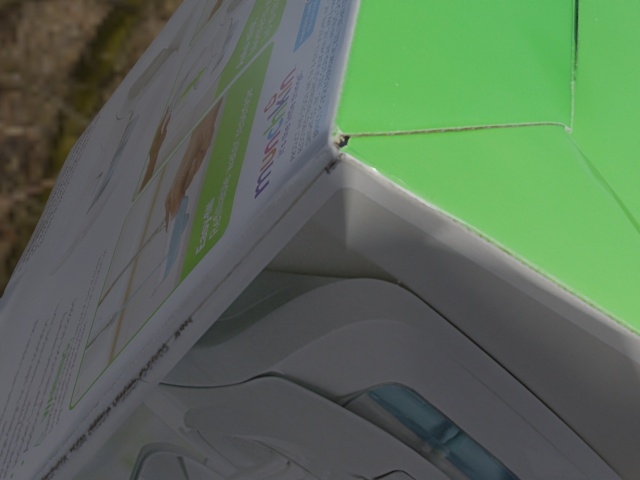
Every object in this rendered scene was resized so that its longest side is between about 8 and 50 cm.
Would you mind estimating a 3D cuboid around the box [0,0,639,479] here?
[{"bbox_3d":[0.000,0.000,0.561,0.127,0.231,0.262,31,35,-15],"label":"box"}]
